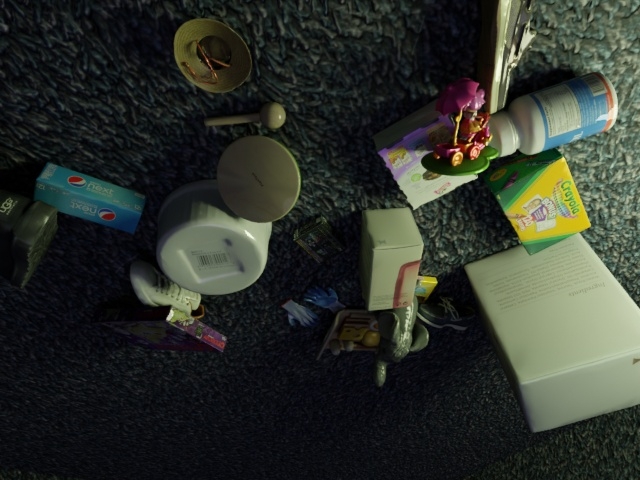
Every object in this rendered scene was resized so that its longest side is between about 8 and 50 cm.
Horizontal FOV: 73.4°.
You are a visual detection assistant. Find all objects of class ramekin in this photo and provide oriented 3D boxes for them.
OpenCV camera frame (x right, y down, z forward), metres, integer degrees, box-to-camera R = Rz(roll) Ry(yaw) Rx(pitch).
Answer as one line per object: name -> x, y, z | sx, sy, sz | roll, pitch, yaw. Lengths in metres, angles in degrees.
ramekin -> -0.254, 0.006, 1.025 | 0.276, 0.135, 0.277 | -4, 134, -4

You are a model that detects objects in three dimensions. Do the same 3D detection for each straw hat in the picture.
straw hat -> -0.186, -0.340, 0.760 | 0.144, 0.061, 0.145 | 6, 146, 4

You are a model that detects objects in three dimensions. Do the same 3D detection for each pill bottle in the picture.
pill bottle -> 0.468, -0.251, 0.889 | 0.221, 0.124, 0.124 | -17, 133, 10

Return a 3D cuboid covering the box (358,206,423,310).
box -> 0.175, 0.050, 1.116 | 0.126, 0.149, 0.233 | -5, 134, -4

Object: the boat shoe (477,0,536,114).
boat shoe -> 0.343, -0.370, 0.778 | 0.092, 0.103, 0.285 | -8, 128, 6

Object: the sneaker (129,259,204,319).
sneaker -> -0.400, 0.134, 1.156 | 0.122, 0.106, 0.290 | -14, 145, 2

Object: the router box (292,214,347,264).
router box -> 0.000, 0.000, 1.120 | 0.092, 0.038, 0.122 | -30, 129, 19

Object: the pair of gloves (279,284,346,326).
pair of gloves -> -0.027, 0.208, 1.324 | 0.198, 0.023, 0.159 | -32, 129, 20

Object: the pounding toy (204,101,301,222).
pounding toy -> -0.125, -0.164, 0.925 | 0.182, 0.110, 0.237 | -8, 105, 15

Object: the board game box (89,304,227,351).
board game box -> -0.452, 0.248, 1.189 | 0.346, 0.056, 0.208 | -9, 146, 34

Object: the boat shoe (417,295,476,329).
boat shoe -> 0.396, 0.226, 1.343 | 0.254, 0.095, 0.079 | 17, 116, -31

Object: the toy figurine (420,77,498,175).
toy figurine -> 0.278, -0.227, 0.817 | 0.173, 0.130, 0.159 | -20, 125, -23

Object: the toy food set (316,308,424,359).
toy food set -> 0.157, 0.329, 1.405 | 0.305, 0.093, 0.220 | 5, 134, -17

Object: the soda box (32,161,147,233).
soda box -> -0.503, -0.091, 0.946 | 0.209, 0.067, 0.071 | 20, 128, -23

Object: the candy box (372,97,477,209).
candy box -> 0.234, -0.185, 0.956 | 0.164, 0.070, 0.196 | -27, 130, 17

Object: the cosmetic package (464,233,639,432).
cosmetic package -> 0.645, 0.244, 1.194 | 0.327, 0.394, 0.329 | -22, 131, 13

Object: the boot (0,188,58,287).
boot -> -0.781, -0.084, 0.851 | 0.444, 0.146, 0.367 | 29, 143, -23

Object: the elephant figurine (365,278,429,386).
elephant figurine -> 0.220, 0.263, 1.223 | 0.169, 0.240, 0.186 | -5, 139, 0

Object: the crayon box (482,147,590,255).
crayon box -> 0.545, -0.097, 1.073 | 0.165, 0.081, 0.278 | -32, 129, 21

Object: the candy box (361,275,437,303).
candy box -> 0.237, 0.144, 1.295 | 0.205, 0.027, 0.105 | 6, 131, -13
